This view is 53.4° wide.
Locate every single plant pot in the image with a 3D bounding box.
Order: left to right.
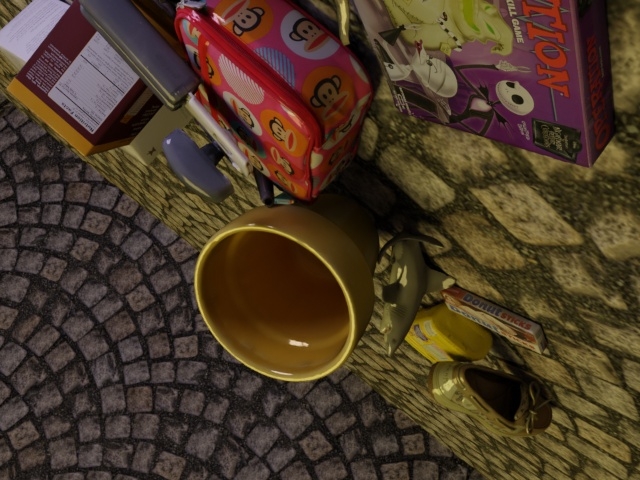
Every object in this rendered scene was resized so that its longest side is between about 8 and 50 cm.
[{"bbox_3d":[-0.023,0.045,0.972,0.254,0.239,0.253,10,117,20],"label":"plant pot"}]

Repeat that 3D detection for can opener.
[{"bbox_3d":[-0.190,-0.169,0.748,0.283,0.095,0.076,48,168,-10],"label":"can opener"}]

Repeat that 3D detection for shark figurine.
[{"bbox_3d":[0.158,0.049,1.011,0.116,0.166,0.278,11,139,11],"label":"shark figurine"}]

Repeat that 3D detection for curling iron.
[{"bbox_3d":[-0.102,-0.118,0.982,0.068,0.035,0.274,22,-155,-27],"label":"curling iron"}]

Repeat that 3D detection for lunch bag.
[{"bbox_3d":[-0.070,-0.189,0.792,0.258,0.120,0.293,43,167,9],"label":"lunch bag"}]

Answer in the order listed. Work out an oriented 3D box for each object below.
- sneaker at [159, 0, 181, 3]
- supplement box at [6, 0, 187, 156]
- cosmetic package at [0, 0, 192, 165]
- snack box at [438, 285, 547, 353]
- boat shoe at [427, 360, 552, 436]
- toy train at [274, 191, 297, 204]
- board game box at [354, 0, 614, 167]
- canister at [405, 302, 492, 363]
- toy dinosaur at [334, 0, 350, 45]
[{"bbox_3d":[-0.173,-0.308,0.764,0.098,0.069,0.038,28,161,39],"label":"sneaker"},{"bbox_3d":[-0.283,-0.237,0.880,0.129,0.194,0.191,42,-169,-8],"label":"supplement box"},{"bbox_3d":[-0.443,-0.317,1.238,0.366,0.155,0.197,31,163,29],"label":"cosmetic package"},{"bbox_3d":[0.274,0.122,1.019,0.178,0.022,0.064,26,161,43],"label":"snack box"},{"bbox_3d":[0.326,0.289,1.146,0.285,0.104,0.089,22,154,-25],"label":"boat shoe"},{"bbox_3d":[-0.021,-0.009,1.147,0.105,0.080,0.184,8,118,37],"label":"toy train"},{"bbox_3d":[0.095,-0.206,0.459,0.208,0.056,0.346,22,157,39],"label":"board game box"},{"bbox_3d":[0.232,0.175,1.183,0.126,0.073,0.170,39,164,-1],"label":"canister"},{"bbox_3d":[-0.038,-0.279,0.541,0.268,0.064,0.118,46,179,-22],"label":"toy dinosaur"}]
